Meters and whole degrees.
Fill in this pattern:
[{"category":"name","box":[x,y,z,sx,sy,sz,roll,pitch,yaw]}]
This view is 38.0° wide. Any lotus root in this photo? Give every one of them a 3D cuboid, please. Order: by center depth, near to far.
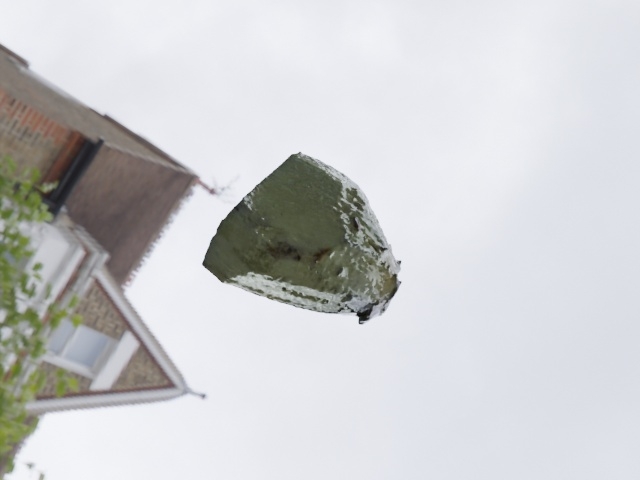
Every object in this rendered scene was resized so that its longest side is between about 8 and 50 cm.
[{"category":"lotus root","box":[0.002,-0.003,0.739,0.070,0.144,0.143,-62,179,36]}]
